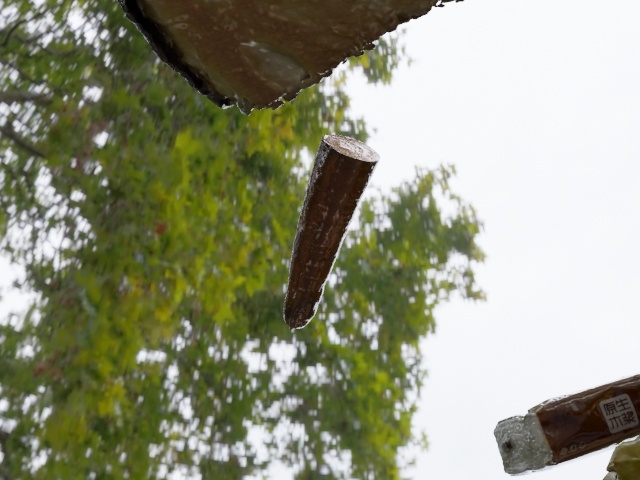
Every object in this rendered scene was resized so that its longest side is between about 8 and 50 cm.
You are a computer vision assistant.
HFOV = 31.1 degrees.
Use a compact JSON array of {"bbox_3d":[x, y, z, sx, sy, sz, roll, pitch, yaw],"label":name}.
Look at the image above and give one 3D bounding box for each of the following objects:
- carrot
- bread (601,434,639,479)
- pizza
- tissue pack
[{"bbox_3d":[0.000,0.000,1.135,0.061,0.061,0.210,15,-65,-7],"label":"carrot"},{"bbox_3d":[0.399,0.324,1.038,0.315,0.211,0.270,4,-55,22],"label":"bread"},{"bbox_3d":[-0.072,-0.282,0.928,0.392,0.080,0.435,31,-39,-32],"label":"pizza"},{"bbox_3d":[0.371,0.253,1.590,0.226,0.183,0.092,-12,-107,-15],"label":"tissue pack"}]
